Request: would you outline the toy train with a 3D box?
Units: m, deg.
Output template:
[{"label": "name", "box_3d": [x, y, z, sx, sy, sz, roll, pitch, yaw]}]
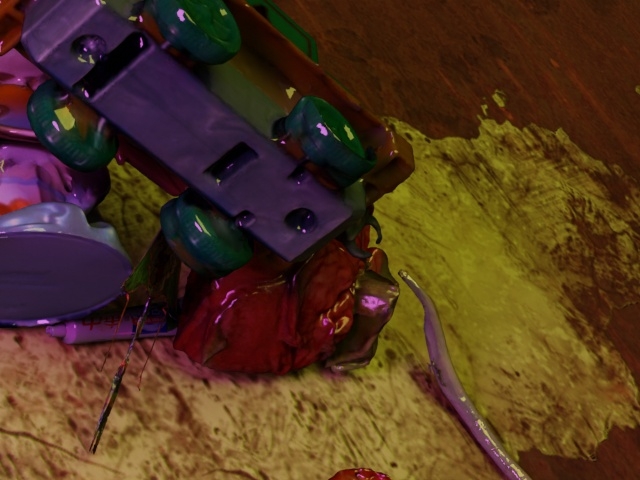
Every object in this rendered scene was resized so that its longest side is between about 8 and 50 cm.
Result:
[{"label": "toy train", "box_3d": [-0.099, -0.140, 1.332, 0.429, 0.178, 0.249, 39, 27, -28]}]

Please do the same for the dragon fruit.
[{"label": "dragon fruit", "box_3d": [0.000, 0.000, 1.550, 0.205, 0.152, 0.317, 28, 37, -17]}]

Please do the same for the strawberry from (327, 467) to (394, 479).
[{"label": "strawberry", "box_3d": [0.025, 0.280, 1.396, 0.121, 0.082, 0.188, 32, 48, 23]}]

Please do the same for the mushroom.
[{"label": "mushroom", "box_3d": [0.156, 0.162, 1.586, 0.306, 0.068, 0.043, 54, 36, 3]}]

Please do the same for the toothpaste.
[{"label": "toothpaste", "box_3d": [-0.175, 0.075, 1.463, 0.170, 0.028, 0.045, -4, 55, -42]}]

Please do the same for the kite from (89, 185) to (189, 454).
[{"label": "kite", "box_3d": [-0.154, 0.068, 1.380, 0.006, 0.198, 0.244, 18, 81, 9]}]

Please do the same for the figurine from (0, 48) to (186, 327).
[{"label": "figurine", "box_3d": [-0.275, -0.120, 1.427, 0.277, 0.248, 0.388, 4, 63, -27]}]
